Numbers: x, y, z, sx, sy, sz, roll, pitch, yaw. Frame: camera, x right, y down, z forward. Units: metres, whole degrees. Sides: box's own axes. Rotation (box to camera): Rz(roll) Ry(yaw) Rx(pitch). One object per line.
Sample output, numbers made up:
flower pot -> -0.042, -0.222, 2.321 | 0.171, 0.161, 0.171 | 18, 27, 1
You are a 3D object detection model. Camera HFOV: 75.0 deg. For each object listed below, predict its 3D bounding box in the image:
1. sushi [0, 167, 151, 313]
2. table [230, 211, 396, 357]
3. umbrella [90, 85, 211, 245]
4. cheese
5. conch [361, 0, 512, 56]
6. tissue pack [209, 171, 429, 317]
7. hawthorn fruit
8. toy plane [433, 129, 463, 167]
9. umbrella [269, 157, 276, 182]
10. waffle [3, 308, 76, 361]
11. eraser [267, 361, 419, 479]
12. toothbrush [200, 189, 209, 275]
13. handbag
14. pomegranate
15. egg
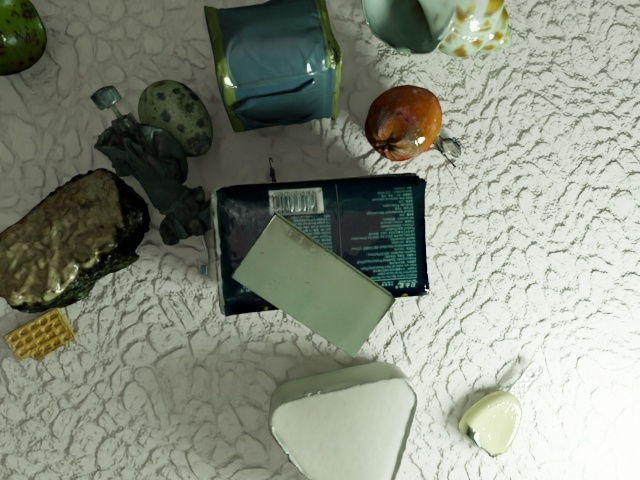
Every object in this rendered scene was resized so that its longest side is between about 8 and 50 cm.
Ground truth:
sushi -> -0.534, 0.009, 0.889 | 0.350, 0.171, 0.211 | -40, 91, -4
table -> -0.013, 0.068, 0.705 | 0.240, 0.111, 0.121 | 36, 94, -10
umbrella -> -0.343, -0.147, 0.861 | 0.143, 0.094, 0.349 | -36, 119, -19
cheese -> 0.456, 0.400, 1.017 | 0.127, 0.054, 0.251 | 41, 87, -3
conch -> 0.277, -0.521, 0.935 | 0.368, 0.197, 0.249 | 36, 123, -4
tissue pack -> 0.000, 0.000, 0.883 | 0.416, 0.253, 0.264 | -6, 92, -3
hawthorn fruit -> 0.189, -0.270, 0.943 | 0.173, 0.173, 0.173 | 0, 90, -4
toy plane -> 0.305, -0.235, 1.017 | 0.049, 0.031, 0.121 | -43, 96, 6
umbrella -> -0.109, -0.137, 0.996 | 0.013, 0.022, 0.122 | -15, 103, -29
waffle -> -0.642, 0.222, 0.955 | 0.135, 0.021, 0.092 | -31, 92, -3
eraser -> 0.063, 0.458, 0.944 | 0.331, 0.150, 0.331 | 0, 87, -4
toothbrush -> -0.274, -0.019, 0.984 | 0.022, 0.017, 0.204 | 0, 91, -23
handbag -> -0.095, -0.366, 0.874 | 0.241, 0.263, 0.222 | -10, 73, -6
pomegranate -> -0.690, -0.458, 0.845 | 0.211, 0.263, 0.211 | 7, 62, -14
egg -> -0.315, -0.263, 0.917 | 0.141, 0.141, 0.182 | -40, 96, -3
